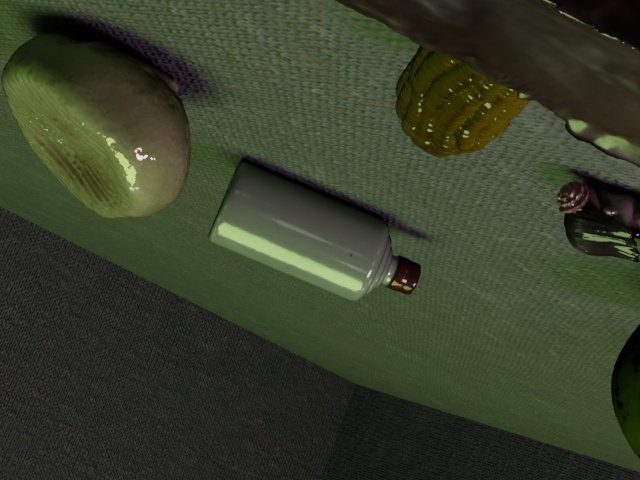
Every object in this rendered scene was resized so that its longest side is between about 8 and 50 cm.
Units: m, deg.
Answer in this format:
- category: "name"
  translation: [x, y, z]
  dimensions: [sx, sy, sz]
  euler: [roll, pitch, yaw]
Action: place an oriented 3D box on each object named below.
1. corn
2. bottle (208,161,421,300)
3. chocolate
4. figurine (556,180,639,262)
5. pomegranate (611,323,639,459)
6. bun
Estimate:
- category: "corn"
  translation: [0.099, -0.107, 0.786]
  dimensions: [0.080, 0.080, 0.231]
  euler: [22, 168, -3]
- category: "bottle"
  translation: [0.000, 0.000, 1.475]
  dimensions: [0.245, 0.104, 0.104]
  euler: [23, 170, -5]
- category: "chocolate"
  translation: [0.107, -0.128, 0.562]
  dimensions: [0.321, 0.112, 0.112]
  euler: [25, 168, -12]
- category: "figurine"
  translation: [0.256, -0.010, 1.031]
  dimensions: [0.129, 0.054, 0.072]
  euler: [14, 164, 27]
- category: "pomegranate"
  translation: [0.396, 0.142, 1.242]
  dimensions: [0.202, 0.202, 0.248]
  euler: [26, 139, -22]
- category: "bun"
  translation: [-0.203, -0.121, 1.230]
  dimensions: [0.222, 0.127, 0.222]
  euler: [40, 156, 22]
